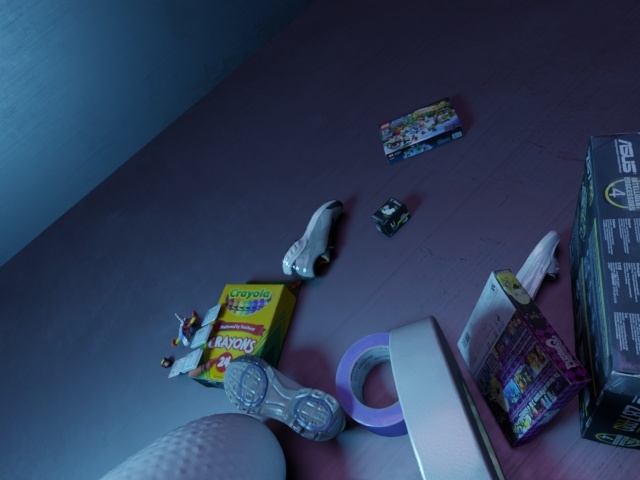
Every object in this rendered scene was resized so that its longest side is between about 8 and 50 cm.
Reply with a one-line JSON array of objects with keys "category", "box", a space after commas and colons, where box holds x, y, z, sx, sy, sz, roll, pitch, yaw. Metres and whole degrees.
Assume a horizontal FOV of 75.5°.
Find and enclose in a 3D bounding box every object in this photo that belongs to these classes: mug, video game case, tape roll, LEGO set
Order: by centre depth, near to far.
[{"category": "tape roll", "box": [0.203, 0.298, 0.580, 0.072, 0.392, 0.392, -23, 46, 13]}, {"category": "video game case", "box": [0.324, 0.201, 0.705, 0.042, 0.232, 0.210, -8, 44, -10]}, {"category": "mug", "box": [-0.188, 0.502, 0.709, 0.374, 0.328, 0.276, 47, 120, 13]}, {"category": "tape roll", "box": [0.132, 0.291, 0.845, 0.189, 0.080, 0.189, -16, 49, 19]}, {"category": "LEGO set", "box": [-0.370, 0.269, 1.115, 0.244, 0.060, 0.182, -31, 34, 44]}]

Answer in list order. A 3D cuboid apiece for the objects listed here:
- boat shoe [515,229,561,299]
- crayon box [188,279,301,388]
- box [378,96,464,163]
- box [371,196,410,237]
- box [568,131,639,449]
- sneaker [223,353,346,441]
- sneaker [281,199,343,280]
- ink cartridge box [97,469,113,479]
[{"category": "boat shoe", "box": [0.457, 0.061, 0.858, 0.063, 0.066, 0.184, 33, 72, 29]}, {"category": "crayon box", "box": [-0.191, 0.226, 1.087, 0.202, 0.081, 0.318, -4, 52, 28]}, {"category": "box", "box": [0.306, -0.343, 1.288, 0.233, 0.044, 0.159, -19, 47, 16]}, {"category": "box", "box": [0.190, -0.064, 1.113, 0.083, 0.062, 0.052, -43, 44, -7]}, {"category": "box", "box": [0.463, 0.081, 0.653, 0.097, 0.318, 0.395, 0, 54, 27]}, {"category": "sneaker", "box": [-0.079, 0.339, 0.874, 0.297, 0.129, 0.111, 20, 69, 27]}, {"category": "sneaker", "box": [0.000, 0.000, 1.165, 0.108, 0.100, 0.271, 24, 64, 15]}, {"category": "ink cartridge box", "box": [-0.424, 0.561, 0.914, 0.175, 0.127, 0.072, -33, 44, 2]}]
